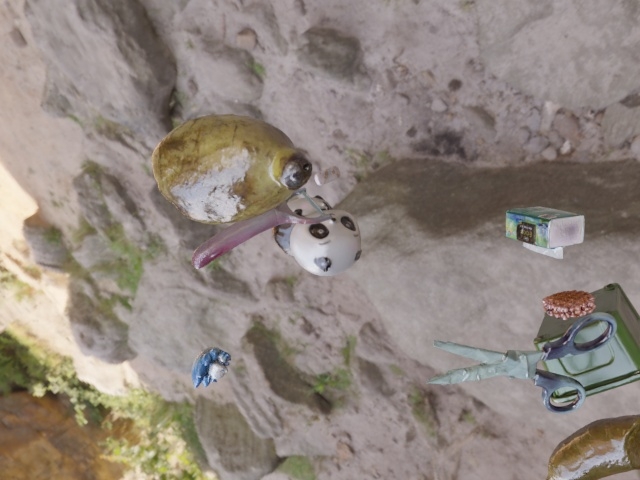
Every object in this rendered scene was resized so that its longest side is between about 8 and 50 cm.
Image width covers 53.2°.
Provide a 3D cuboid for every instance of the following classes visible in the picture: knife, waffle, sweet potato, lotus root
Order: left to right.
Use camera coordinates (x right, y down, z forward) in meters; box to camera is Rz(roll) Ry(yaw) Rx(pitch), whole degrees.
[{"bbox_3d":[-0.096,-0.081,0.731,0.214,0.138,0.138,2,127,31],"label":"lotus root"},{"bbox_3d":[-0.130,-0.031,1.245,0.123,0.278,0.053,47,156,44],"label":"knife"},{"bbox_3d":[0.407,0.103,1.043,0.083,0.075,0.029,-11,106,4],"label":"waffle"},{"bbox_3d":[0.764,0.594,1.787,0.370,0.158,0.158,-37,95,35],"label":"sweet potato"}]

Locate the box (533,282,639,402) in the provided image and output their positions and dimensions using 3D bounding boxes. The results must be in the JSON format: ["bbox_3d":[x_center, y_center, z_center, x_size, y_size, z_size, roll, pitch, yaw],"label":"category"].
[{"bbox_3d":[0.664,0.241,1.570,0.253,0.329,0.177,-30,86,28],"label":"box"}]

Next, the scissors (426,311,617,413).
[{"bbox_3d":[0.391,0.242,1.268,0.029,0.383,0.256,-110,29,-60],"label":"scissors"}]

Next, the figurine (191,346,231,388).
[{"bbox_3d":[-0.250,0.291,1.439,0.079,0.114,0.114,30,144,13],"label":"figurine"}]

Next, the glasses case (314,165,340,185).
[{"bbox_3d":[0.017,-0.154,1.520,0.021,0.083,0.032,-17,97,46],"label":"glasses case"}]

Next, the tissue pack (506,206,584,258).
[{"bbox_3d":[0.401,-0.015,1.147,0.111,0.085,0.079,-156,61,-62],"label":"tissue pack"}]

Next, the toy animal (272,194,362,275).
[{"bbox_3d":[-0.002,-0.008,1.612,0.235,0.187,0.165,34,133,53],"label":"toy animal"}]
